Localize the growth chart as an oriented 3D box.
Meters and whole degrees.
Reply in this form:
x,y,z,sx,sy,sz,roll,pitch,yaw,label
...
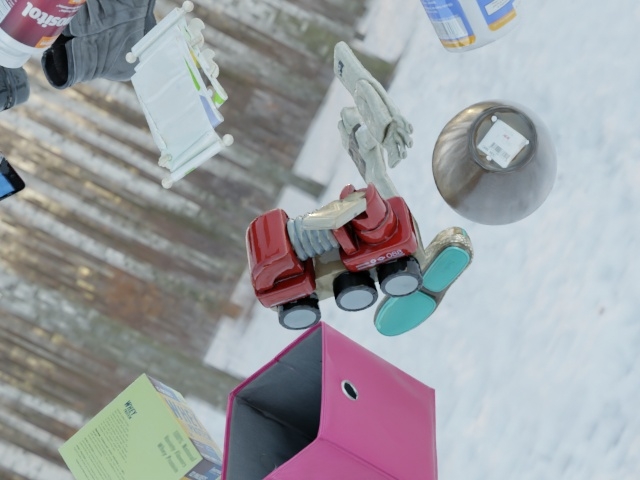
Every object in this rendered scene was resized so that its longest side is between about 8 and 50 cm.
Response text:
x,y,z,sx,sy,sz,roll,pitch,yaw,label
-0.206,-0.216,1.947,0.172,0.237,0.021,-25,-11,34,growth chart

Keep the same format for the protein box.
x,y,z,sx,sy,sz,roll,pitch,yaw,label
-0.293,0.376,2.249,0.201,0.200,0.136,-42,-30,3,protein box

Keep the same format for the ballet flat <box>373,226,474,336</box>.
x,y,z,sx,sy,sz,roll,pitch,yaw,label
0.147,0.055,1.845,0.206,0.073,0.067,-46,18,35,ballet flat

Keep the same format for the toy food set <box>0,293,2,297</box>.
x,y,z,sx,sy,sz,roll,pitch,yaw,label
-0.610,0.162,2.101,0.128,0.071,0.218,-31,25,46,toy food set

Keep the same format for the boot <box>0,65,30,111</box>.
x,y,z,sx,sy,sz,roll,pitch,yaw,label
-0.685,-0.293,1.924,0.445,0.367,0.146,-29,-4,-45,boot

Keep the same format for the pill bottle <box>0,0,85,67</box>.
x,y,z,sx,sy,sz,roll,pitch,yaw,label
-0.317,-0.264,1.469,0.152,0.086,0.086,-43,16,33,pill bottle

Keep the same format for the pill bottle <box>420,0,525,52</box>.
x,y,z,sx,sy,sz,roll,pitch,yaw,label
0.217,-0.459,2.172,0.152,0.272,0.152,-24,23,11,pill bottle

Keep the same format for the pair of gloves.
x,y,z,sx,sy,sz,roll,pitch,yaw,label
0.081,-0.157,1.970,0.240,0.042,0.204,86,158,-53,pair of gloves

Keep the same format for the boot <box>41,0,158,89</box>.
x,y,z,sx,sy,sz,roll,pitch,yaw,label
-0.375,-0.426,2.226,0.223,0.118,0.338,-10,-85,-53,boot

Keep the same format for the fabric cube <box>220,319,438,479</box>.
x,y,z,sx,sy,sz,roll,pitch,yaw,label
0.017,0.338,2.165,0.259,0.258,0.254,-41,29,32,fabric cube

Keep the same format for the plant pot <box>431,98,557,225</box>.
x,y,z,sx,sy,sz,roll,pitch,yaw,label
0.291,-0.143,2.164,0.215,0.215,0.230,-63,-6,-3,plant pot

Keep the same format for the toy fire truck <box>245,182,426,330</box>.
x,y,z,sx,sy,sz,roll,pitch,yaw,label
0.000,0.000,1.640,0.246,0.217,0.158,57,-161,-51,toy fire truck

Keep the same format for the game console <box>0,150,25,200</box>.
x,y,z,sx,sy,sz,roll,pitch,yaw,label
-0.559,-0.074,2.130,0.144,0.085,0.124,-26,19,2,game console
